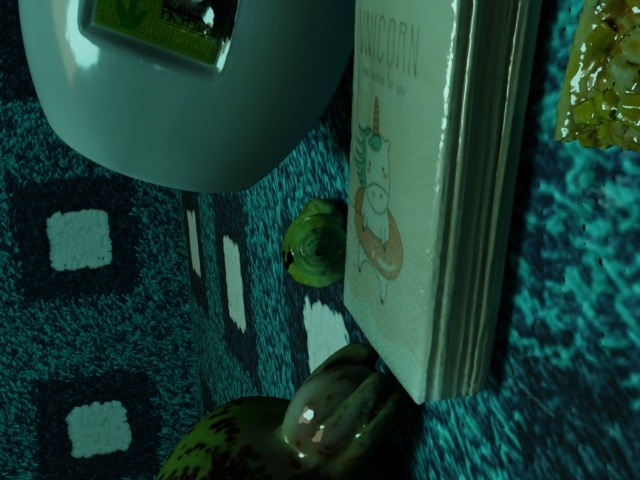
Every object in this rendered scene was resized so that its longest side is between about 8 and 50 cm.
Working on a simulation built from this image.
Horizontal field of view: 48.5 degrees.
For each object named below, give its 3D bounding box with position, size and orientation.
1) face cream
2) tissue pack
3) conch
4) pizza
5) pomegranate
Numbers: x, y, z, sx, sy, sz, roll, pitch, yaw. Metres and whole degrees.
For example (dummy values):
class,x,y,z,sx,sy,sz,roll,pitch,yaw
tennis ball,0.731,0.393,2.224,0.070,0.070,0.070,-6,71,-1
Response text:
class,x,y,z,sx,sy,sz,roll,pitch,yaw
face cream,-0.113,-0.240,0.654,0.219,0.313,0.356,-77,7,-66
tissue pack,0.073,-0.065,0.505,0.170,0.071,0.325,-124,31,-60
conch,-0.004,0.001,0.796,0.200,0.080,0.094,-118,44,-69
pizza,0.151,-0.079,0.292,0.178,0.041,0.130,119,139,-63
pomegranate,-0.023,0.252,0.700,0.340,0.285,0.285,-60,32,20
